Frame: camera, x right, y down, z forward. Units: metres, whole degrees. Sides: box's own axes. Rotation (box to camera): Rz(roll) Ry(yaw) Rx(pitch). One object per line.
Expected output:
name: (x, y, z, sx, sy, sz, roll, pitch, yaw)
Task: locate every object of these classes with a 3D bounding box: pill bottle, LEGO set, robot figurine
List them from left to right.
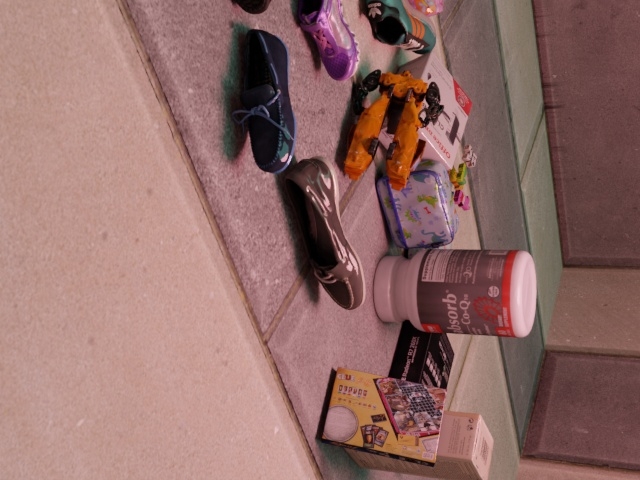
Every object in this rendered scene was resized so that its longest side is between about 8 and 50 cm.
robot figurine: (0.159, -0.262, 1.826, 0.085, 0.211, 0.291, 89, 19, -63)
pill bottle: (0.330, 0.125, 1.973, 0.210, 0.363, 0.210, 0, 90, -64)
LEGO set: (0.427, -0.175, 2.474, 0.093, 0.087, 0.227, 45, 50, -36)

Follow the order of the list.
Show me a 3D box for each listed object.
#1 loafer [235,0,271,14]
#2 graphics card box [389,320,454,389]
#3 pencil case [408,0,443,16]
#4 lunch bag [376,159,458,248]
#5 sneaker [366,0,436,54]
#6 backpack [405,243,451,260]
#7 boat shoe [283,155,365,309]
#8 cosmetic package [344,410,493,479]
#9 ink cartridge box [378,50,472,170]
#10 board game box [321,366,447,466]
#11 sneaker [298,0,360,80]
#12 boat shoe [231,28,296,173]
loafer: (-0.117, -0.498, 1.360, 0.078, 0.080, 0.220, -43, 128, -55)
graphics card box: (0.261, 0.396, 2.149, 0.232, 0.094, 0.370, 61, 40, -45)
pencil case: (0.246, -0.718, 2.064, 0.124, 0.124, 0.284, -40, 125, -57)
lunch bag: (0.242, -0.085, 2.002, 0.090, 0.176, 0.218, -53, 133, -51)
sneaker: (0.193, -0.518, 1.979, 0.302, 0.108, 0.121, 28, 66, -52)
backpack: (0.294, 0.066, 2.183, 0.152, 0.115, 0.181, 16, 74, -61)
boat shoe: (0.000, 0.000, 1.605, 0.095, 0.112, 0.335, -31, 114, -40)
cosmetic package: (0.220, 0.458, 1.821, 0.160, 0.310, 0.113, 60, 40, -48)
ink cartridge box: (0.265, -0.315, 2.047, 0.197, 0.114, 0.272, 45, 48, -26)
board game box: (0.138, 0.377, 1.727, 0.042, 0.243, 0.165, 86, 17, -63)
sneaker: (0.006, -0.432, 1.616, 0.104, 0.095, 0.236, -40, 121, -49)
boat shoe: (-0.108, -0.242, 1.395, 0.089, 0.109, 0.258, 20, 57, -55)
